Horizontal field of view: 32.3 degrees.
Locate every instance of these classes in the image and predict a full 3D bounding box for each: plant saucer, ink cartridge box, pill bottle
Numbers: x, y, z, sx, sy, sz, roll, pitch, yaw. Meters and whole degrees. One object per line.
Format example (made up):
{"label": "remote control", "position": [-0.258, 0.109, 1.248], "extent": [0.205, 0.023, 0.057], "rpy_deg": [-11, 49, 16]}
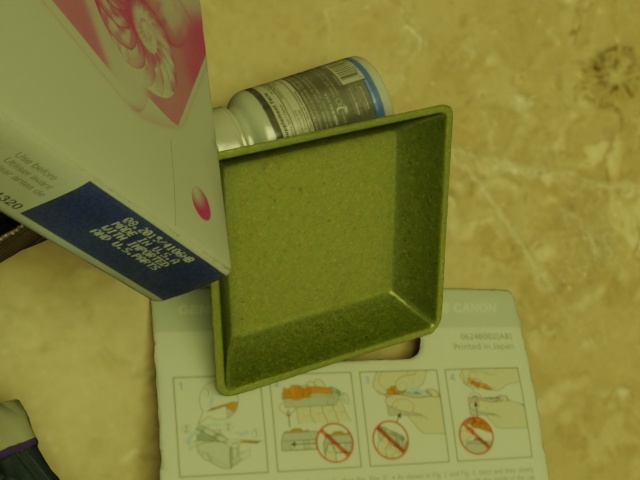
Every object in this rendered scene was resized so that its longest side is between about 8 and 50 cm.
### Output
{"label": "plant saucer", "position": [0.000, 0.000, 0.785], "extent": [0.188, 0.045, 0.188], "rpy_deg": [-14, 121, -25]}
{"label": "ink cartridge box", "position": [0.024, 0.229, 0.821], "extent": [0.308, 0.091, 0.384], "rpy_deg": [1, 69, -20]}
{"label": "pill bottle", "position": [-0.022, -0.081, 0.809], "extent": [0.137, 0.078, 0.078], "rpy_deg": [-21, 93, -20]}
{"label": "ink cartridge box", "position": [-0.170, -0.170, 0.599], "extent": [0.324, 0.072, 0.330], "rpy_deg": [39, 36, -54]}

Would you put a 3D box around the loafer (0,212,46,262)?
{"label": "loafer", "position": [-0.300, -0.003, 0.673], "extent": [0.366, 0.130, 0.133], "rpy_deg": [-31, 97, -19]}

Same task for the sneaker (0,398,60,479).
{"label": "sneaker", "position": [-0.204, 0.222, 0.600], "extent": [0.130, 0.323, 0.236], "rpy_deg": [-21, 87, 5]}
